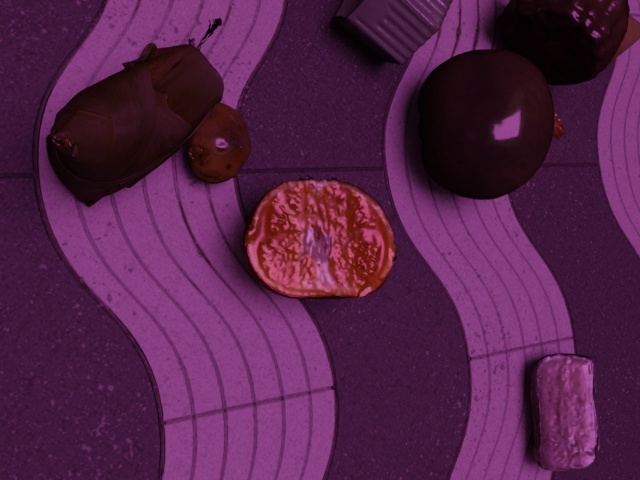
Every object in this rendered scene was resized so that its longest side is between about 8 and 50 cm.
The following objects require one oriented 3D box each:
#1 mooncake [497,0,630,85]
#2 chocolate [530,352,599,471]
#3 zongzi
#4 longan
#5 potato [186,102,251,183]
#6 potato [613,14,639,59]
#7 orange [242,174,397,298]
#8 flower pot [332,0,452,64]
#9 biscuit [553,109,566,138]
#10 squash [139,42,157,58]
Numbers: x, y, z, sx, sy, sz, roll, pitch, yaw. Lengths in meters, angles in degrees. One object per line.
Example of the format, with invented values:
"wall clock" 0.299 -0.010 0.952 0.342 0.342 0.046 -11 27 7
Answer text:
"mooncake" 0.646 -0.568 1.814 0.324 0.324 0.187 39 70 -20
"chocolate" 0.636 0.453 1.803 0.185 0.100 0.302 4 79 -19
"zongzi" -0.281 -0.258 1.178 0.447 0.418 0.181 -44 100 -13
"longan" 0.392 -0.279 1.645 0.361 0.361 0.360 4 82 -29
"potato" -0.210 -0.205 1.390 0.137 0.137 0.175 4 79 -29
"potato" 0.831 -0.670 2.052 0.269 0.112 0.255 -38 99 -31
"orange" 0.001 0.004 1.415 0.311 0.274 0.274 -10 88 4
"flower pot" 0.172 -0.556 1.602 0.190 0.239 0.209 34 36 -21
"biscuit" 0.595 -0.377 1.847 0.289 0.044 0.201 30 34 -40
"squash" -0.356 -0.368 1.382 0.028 0.027 0.083 27 72 -24
